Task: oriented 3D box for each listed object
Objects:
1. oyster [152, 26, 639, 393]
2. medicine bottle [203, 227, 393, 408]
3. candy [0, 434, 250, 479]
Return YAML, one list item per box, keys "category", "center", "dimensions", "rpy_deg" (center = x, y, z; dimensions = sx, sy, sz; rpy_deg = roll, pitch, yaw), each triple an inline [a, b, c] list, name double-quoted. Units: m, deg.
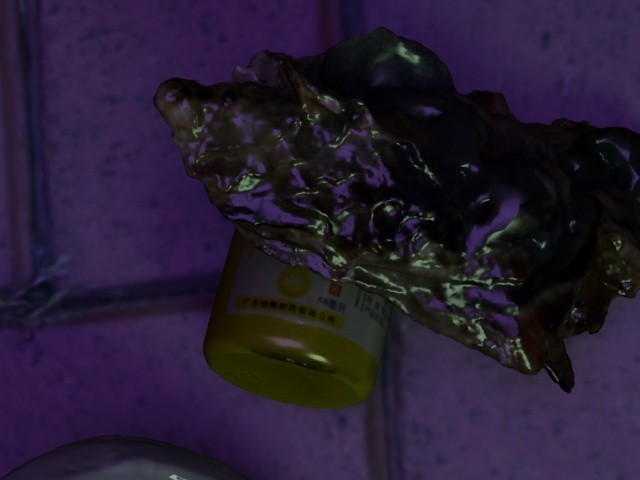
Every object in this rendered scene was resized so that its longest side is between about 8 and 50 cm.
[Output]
- category: "oyster"
  center: [0.072, -0.060, 1.109]
  dimensions: [0.361, 0.096, 0.221]
  rpy_deg: [26, 46, -11]
- category: "medicine bottle"
  center: [0.000, 0.000, 1.166]
  dimensions: [0.121, 0.122, 0.212]
  rpy_deg: [11, 69, 9]
- category: "candy"
  center: [-0.131, 0.340, 1.075]
  dimensions: [0.386, 0.186, 0.427]
  rpy_deg: [11, 75, -28]
